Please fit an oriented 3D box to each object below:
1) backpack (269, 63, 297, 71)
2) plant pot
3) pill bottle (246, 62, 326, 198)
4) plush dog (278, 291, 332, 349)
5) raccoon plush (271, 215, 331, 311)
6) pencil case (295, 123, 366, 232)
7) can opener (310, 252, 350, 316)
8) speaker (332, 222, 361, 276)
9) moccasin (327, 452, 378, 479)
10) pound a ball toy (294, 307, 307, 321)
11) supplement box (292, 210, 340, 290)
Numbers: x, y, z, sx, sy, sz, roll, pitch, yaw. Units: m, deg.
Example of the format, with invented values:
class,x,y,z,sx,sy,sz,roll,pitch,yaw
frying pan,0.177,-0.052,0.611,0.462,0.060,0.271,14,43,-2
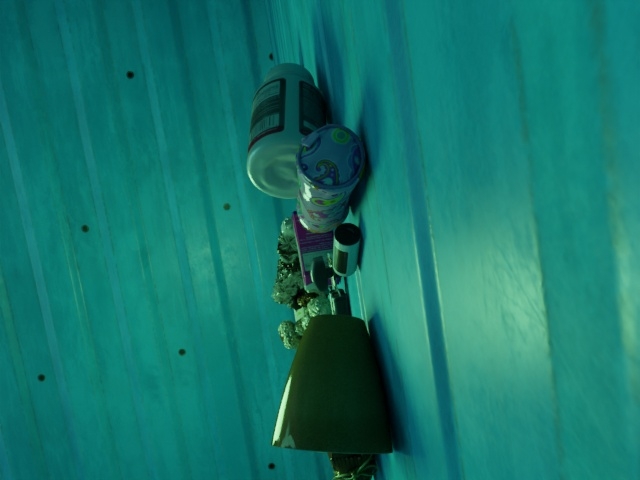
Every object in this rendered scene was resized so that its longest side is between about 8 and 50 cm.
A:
class,x,y,z,sx,sy,sz,roll,pitch,yaw
backpack,-0.103,-0.499,1.463,0.114,0.104,0.084,74,-173,-89
plant pot,0.029,0.289,0.934,0.237,0.236,0.255,93,-179,-68
pill bottle,-0.073,-0.267,1.053,0.176,0.176,0.319,87,-179,-52
plush dog,0.003,0.299,1.568,0.262,0.210,0.226,39,132,39
raccoon plush,-0.059,0.045,1.726,0.299,0.215,0.447,-91,10,-56
pencil case,0.008,-0.101,0.845,0.284,0.124,0.124,106,155,-77
can opener,0.035,0.166,1.264,0.074,0.093,0.281,-121,17,-74
speaker,0.053,0.021,0.942,0.136,0.055,0.055,90,169,-59
moccasin,0.081,0.580,1.193,0.380,0.139,0.147,90,164,-48
pound a ball toy,-0.024,0.242,1.989,0.208,0.135,0.320,43,-150,-55
supplement box,-0.014,0.024,1.378,0.111,0.113,0.220,92,169,-63
